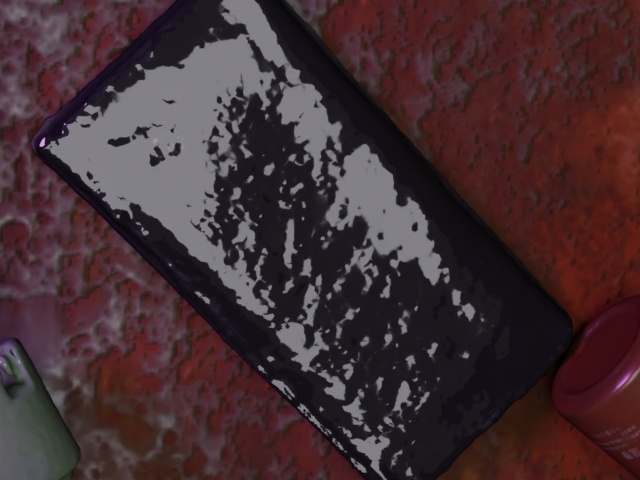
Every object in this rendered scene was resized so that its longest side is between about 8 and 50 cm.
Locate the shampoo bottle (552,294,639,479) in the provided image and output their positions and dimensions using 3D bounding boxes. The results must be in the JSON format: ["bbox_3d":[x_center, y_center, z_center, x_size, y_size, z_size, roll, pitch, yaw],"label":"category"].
[{"bbox_3d":[0.236,0.130,1.046,0.244,0.085,0.085,38,88,-18],"label":"shampoo bottle"}]

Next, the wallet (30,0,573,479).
[{"bbox_3d":[0.000,0.000,0.995,0.146,0.030,0.285,-46,104,-8],"label":"wallet"}]

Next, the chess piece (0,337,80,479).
[{"bbox_3d":[-0.132,0.203,0.922,0.195,0.194,0.299,-26,95,-9],"label":"chess piece"}]
